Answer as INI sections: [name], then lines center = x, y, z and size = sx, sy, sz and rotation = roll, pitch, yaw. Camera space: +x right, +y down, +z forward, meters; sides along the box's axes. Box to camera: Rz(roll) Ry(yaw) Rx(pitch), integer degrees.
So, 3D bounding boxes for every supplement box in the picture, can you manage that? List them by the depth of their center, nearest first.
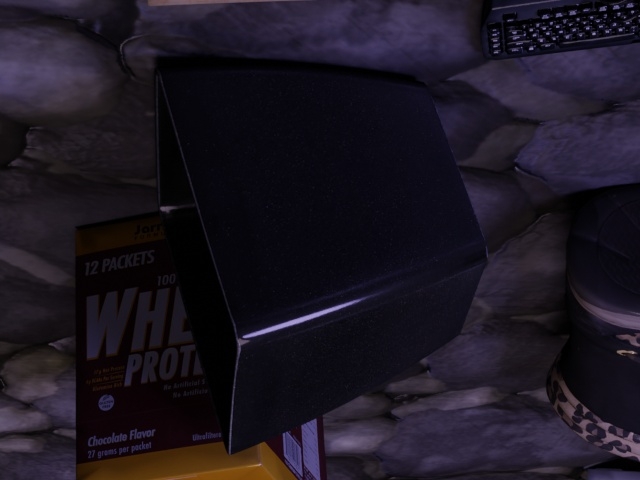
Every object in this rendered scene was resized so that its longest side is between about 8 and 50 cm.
[supplement box]
center = -0.082, 0.106, 1.229
size = 0.129, 0.194, 0.191
rotation = -10, 153, 11

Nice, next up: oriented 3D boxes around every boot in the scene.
[boot]
center = 0.353, 0.084, 1.293
size = 0.377, 0.138, 0.284
rotation = 6, 153, 1

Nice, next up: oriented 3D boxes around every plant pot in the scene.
[plant pot]
center = 0.000, 0.000, 1.064
size = 0.167, 0.188, 0.187
rotation = -12, 154, -10

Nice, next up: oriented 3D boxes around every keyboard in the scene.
[keyboard]
center = 0.187, -0.129, 0.980
size = 0.192, 0.038, 0.100
rotation = -8, 153, 6

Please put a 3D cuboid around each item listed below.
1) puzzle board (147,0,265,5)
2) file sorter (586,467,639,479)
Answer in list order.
[puzzle board]
center = -0.045, -0.165, 0.903
size = 0.096, 0.011, 0.128
rotation = -3, 154, -5
[file sorter]
center = 0.416, 0.324, 1.678
size = 0.193, 0.173, 0.277
rotation = 16, 167, -34
